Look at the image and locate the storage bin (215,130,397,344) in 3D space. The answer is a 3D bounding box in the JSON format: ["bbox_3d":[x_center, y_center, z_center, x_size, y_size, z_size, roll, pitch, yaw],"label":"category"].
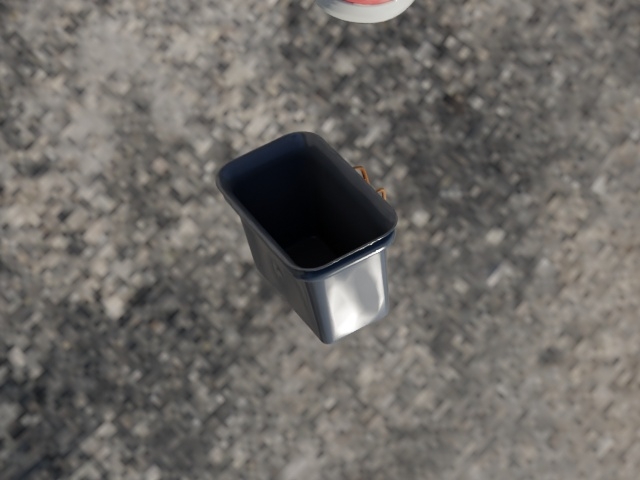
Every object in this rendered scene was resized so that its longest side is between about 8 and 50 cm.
[{"bbox_3d":[0.000,0.000,1.305,0.098,0.135,0.091,-27,136,-17],"label":"storage bin"}]

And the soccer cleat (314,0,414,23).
[{"bbox_3d":[0.044,-0.303,1.228,0.116,0.108,0.318,102,-5,-70],"label":"soccer cleat"}]
